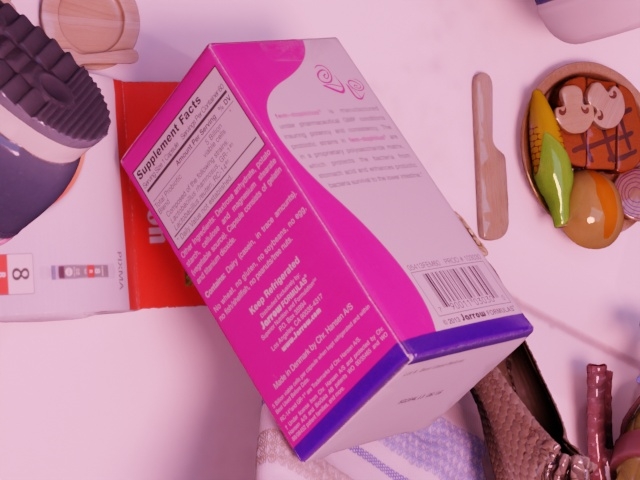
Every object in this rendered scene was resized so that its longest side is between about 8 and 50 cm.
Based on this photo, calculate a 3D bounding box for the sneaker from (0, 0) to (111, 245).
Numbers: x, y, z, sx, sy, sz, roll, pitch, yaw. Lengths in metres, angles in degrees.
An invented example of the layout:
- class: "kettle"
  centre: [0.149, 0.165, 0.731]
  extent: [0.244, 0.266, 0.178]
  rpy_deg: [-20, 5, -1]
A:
- class: "sneaker"
  centre: [-0.269, -0.114, 1.016]
  extent: [0.319, 0.131, 0.112]
  rpy_deg: [41, 27, 3]

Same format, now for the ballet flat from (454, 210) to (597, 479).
- class: "ballet flat"
  centre: [0.113, 0.072, 1.192]
  extent: [0.084, 0.058, 0.250]
  rpy_deg: [16, 44, -40]

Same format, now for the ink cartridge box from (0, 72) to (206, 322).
- class: "ink cartridge box"
  centre: [-0.130, -0.027, 1.127]
  extent: [0.179, 0.045, 0.145]
  rpy_deg: [-3, 86, -29]

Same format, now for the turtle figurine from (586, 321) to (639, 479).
- class: "turtle figurine"
  centre: [0.281, 0.203, 1.259]
  extent: [0.274, 0.198, 0.266]
  rpy_deg: [38, 69, -18]

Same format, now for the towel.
- class: "towel"
  centre: [0.050, 0.134, 1.135]
  extent: [0.209, 0.034, 0.285]
  rpy_deg: [34, 33, -23]

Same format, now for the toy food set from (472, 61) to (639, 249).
- class: "toy food set"
  centre: [0.194, -0.060, 1.327]
  extent: [0.192, 0.038, 0.132]
  rpy_deg: [-2, 85, -31]

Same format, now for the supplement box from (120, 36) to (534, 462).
- class: "supplement box"
  centre: [0.000, 0.000, 1.096]
  extent: [0.111, 0.114, 0.220]
  rpy_deg: [-8, 60, -47]

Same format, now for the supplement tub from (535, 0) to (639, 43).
- class: "supplement tub"
  centre: [0.212, -0.314, 1.252]
  extent: [0.235, 0.235, 0.325]
  rpy_deg: [-22, 96, -31]

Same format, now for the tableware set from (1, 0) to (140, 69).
- class: "tableware set"
  centre: [-0.164, -0.185, 1.138]
  extent: [0.141, 0.020, 0.169]
  rpy_deg: [11, 79, -29]
